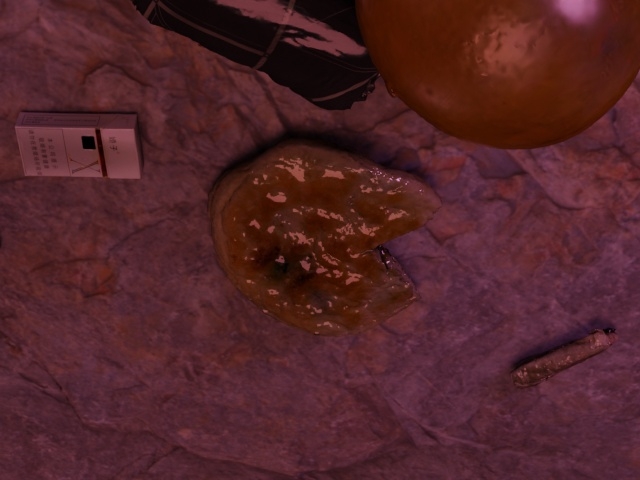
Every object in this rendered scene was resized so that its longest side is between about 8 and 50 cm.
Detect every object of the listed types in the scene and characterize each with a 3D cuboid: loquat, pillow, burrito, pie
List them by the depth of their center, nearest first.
[{"bbox_3d":[0.183,-0.250,1.537,0.328,0.328,0.359,32,144,-22],"label":"loquat"},{"bbox_3d":[-0.072,-0.261,1.681,0.335,0.092,0.161,24,131,-15],"label":"pillow"},{"bbox_3d":[0.000,0.000,1.911,0.338,0.075,0.337,2,131,3],"label":"pie"},{"bbox_3d":[0.345,0.169,2.052,0.171,0.042,0.051,-27,154,30],"label":"burrito"}]

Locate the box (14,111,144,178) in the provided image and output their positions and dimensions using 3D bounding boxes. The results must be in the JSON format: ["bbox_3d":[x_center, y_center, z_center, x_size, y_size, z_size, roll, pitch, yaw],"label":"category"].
[{"bbox_3d":[-0.309,-0.123,1.849,0.154,0.040,0.084,2,130,4],"label":"box"}]
